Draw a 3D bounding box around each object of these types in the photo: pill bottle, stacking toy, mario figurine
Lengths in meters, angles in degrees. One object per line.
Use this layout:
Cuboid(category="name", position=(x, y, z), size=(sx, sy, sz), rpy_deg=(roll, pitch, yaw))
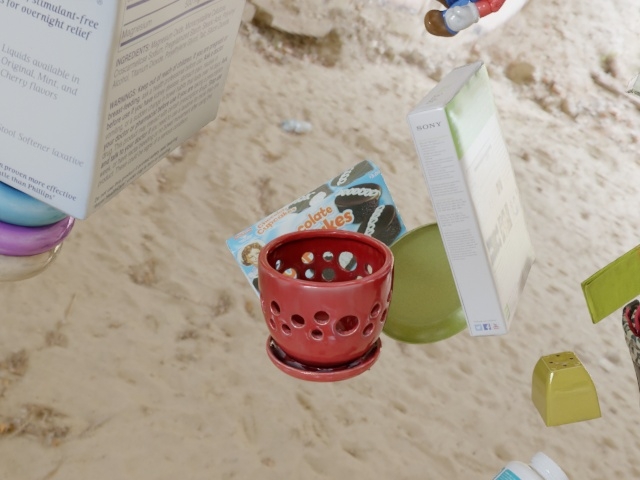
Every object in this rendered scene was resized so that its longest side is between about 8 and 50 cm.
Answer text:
Cuboid(category="pill bottle", position=(0.412, 0.580, 1.720), size=(0.146, 0.264, 0.146), rpy_deg=(48, -10, 11))
Cuboid(category="stacking toy", position=(-0.224, -0.115, 0.669), size=(0.141, 0.330, 0.141), rpy_deg=(29, 32, -20))
Cuboid(category="mario figurine", position=(0.294, -0.505, 1.450), size=(0.170, 0.321, 0.198), rpy_deg=(-21, 87, -33))

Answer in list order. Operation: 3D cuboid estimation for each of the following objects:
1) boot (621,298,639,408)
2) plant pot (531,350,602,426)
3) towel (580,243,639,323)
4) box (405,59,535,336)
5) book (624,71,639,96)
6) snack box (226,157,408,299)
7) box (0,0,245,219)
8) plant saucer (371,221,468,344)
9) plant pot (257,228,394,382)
Cuboid(category="boot", position=(0.333, 0.124, 0.740), size=(0.236, 0.085, 0.178), rpy_deg=(-58, 128, -69))
Cuboid(category="plant pot", position=(0.356, 0.210, 1.164), size=(0.082, 0.083, 0.081), rpy_deg=(-10, 20, 0))
Cuboid(category="towel", position=(0.643, 0.075, 1.645), size=(0.237, 0.102, 0.021), rpy_deg=(-29, 18, -17))
Cuboid(category="box", position=(0.217, -0.063, 1.097), size=(0.059, 0.321, 0.232), rpy_deg=(-8, 21, 28))
Cuboid(category="book", position=(0.531, -0.206, 1.185), size=(0.144, 0.035, 0.096), rpy_deg=(25, 12, 10))
Cuboid(category="snack box", position=(0.000, 0.000, 1.552), size=(0.187, 0.322, 0.060), rpy_deg=(62, -5, -31))
Cuboid(category="box", position=(-0.090, -0.102, 0.347), size=(0.072, 0.137, 0.126), rpy_deg=(25, 34, 7))
Cuboid(category="plant saucer", position=(0.187, 0.067, 1.348), size=(0.241, 0.240, 0.037), rpy_deg=(17, 22, -25))
Cuboid(category="plant pot", position=(0.009, 0.095, 1.133), size=(0.191, 0.174, 0.191), rpy_deg=(-1, 23, 1))
